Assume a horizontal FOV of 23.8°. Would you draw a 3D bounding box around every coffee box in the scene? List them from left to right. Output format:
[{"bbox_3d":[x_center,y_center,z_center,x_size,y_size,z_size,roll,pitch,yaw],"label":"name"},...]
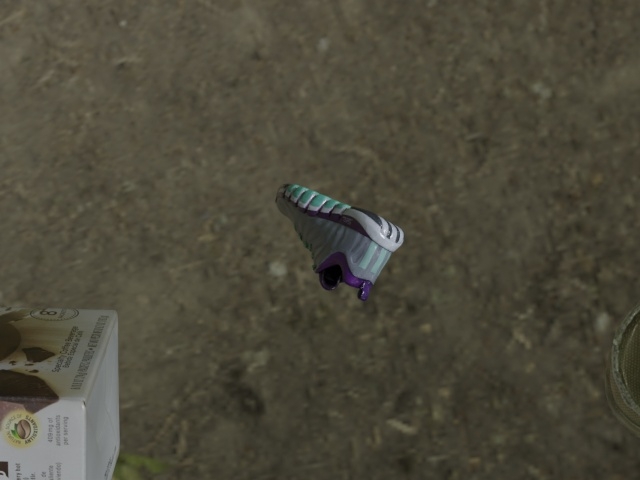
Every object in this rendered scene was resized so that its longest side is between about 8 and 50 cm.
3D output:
[{"bbox_3d":[-0.292,0.121,1.008,0.168,0.297,0.118,-92,-176,-73],"label":"coffee box"}]

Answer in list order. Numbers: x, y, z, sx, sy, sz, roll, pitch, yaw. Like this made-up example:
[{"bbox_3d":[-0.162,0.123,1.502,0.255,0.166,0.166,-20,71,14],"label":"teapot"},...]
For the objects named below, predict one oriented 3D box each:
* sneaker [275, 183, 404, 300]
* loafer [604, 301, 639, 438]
[{"bbox_3d":[0.000,0.000,1.738,0.083,0.224,0.098,27,87,-33],"label":"sneaker"},{"bbox_3d":[0.237,0.030,0.636,0.092,0.269,0.102,40,47,-44],"label":"loafer"}]
